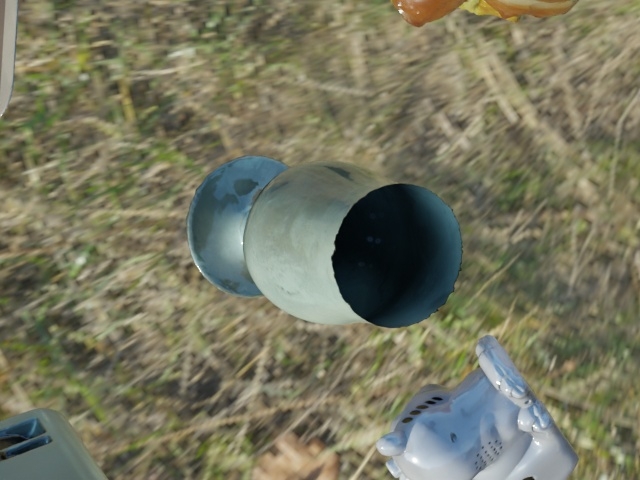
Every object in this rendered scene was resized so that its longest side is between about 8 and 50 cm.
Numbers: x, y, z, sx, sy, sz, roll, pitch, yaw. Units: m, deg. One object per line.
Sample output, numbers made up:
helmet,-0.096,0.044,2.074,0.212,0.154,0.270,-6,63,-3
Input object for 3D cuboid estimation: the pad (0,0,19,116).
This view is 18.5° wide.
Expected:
pad,-0.272,-0.211,1.453,0.176,0.002,0.266,-3,83,47

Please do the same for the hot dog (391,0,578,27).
hot dog,0.098,-0.165,0.960,0.123,0.093,0.261,33,147,-8

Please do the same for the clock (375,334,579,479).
clock,0.111,0.148,1.419,0.117,0.176,0.080,-34,57,4

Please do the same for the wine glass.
wine glass,0.000,0.000,1.100,0.093,0.202,0.093,-2,94,-24

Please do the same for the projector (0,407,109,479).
projector,-0.248,0.231,1.308,0.250,0.198,0.108,-20,120,-19
